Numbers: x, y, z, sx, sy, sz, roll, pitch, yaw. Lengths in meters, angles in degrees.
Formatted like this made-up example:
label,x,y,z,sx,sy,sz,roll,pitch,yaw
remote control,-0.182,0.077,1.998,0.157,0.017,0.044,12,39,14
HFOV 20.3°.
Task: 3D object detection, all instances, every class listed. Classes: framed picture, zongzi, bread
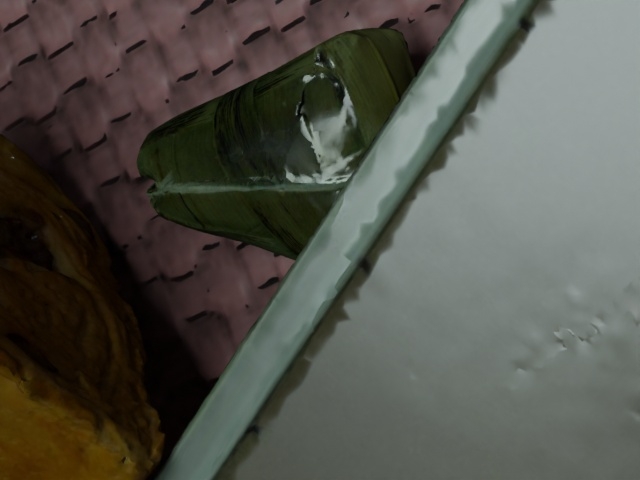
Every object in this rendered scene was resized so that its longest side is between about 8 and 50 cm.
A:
label,x,y,z,sx,sy,sz,roll,pitch,yaw
framed picture,0.094,0.053,0.501,0.231,0.018,0.293,39,112,14
zongzi,0.000,0.000,0.574,0.104,0.052,0.113,-22,92,40
bread,-0.153,0.038,0.590,0.143,0.158,0.149,-46,28,17
